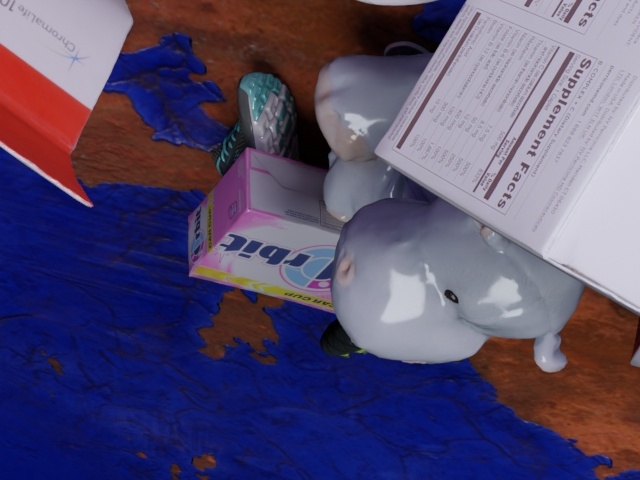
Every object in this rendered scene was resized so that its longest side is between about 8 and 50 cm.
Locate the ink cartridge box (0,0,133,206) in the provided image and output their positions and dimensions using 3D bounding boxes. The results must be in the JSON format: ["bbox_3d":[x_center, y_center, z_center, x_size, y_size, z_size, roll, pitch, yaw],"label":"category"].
[{"bbox_3d":[-0.254,-0.191,0.919,0.308,0.385,0.091,38,97,-23],"label":"ink cartridge box"}]

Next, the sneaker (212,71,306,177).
[{"bbox_3d":[-0.057,-0.072,1.216,0.076,0.065,0.166,9,141,19],"label":"sneaker"}]

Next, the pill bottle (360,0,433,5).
[{"bbox_3d":[0.032,-0.281,0.825,0.160,0.160,0.283,4,141,19],"label":"pill bottle"}]

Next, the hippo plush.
[{"bbox_3d":[0.127,-0.007,1.028,0.294,0.236,0.234,-15,134,22],"label":"hippo plush"}]

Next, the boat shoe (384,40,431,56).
[{"bbox_3d":[0.081,-0.099,1.139,0.046,0.038,0.125,-4,138,27],"label":"boat shoe"}]

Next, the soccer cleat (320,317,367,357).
[{"bbox_3d":[0.054,0.049,1.332,0.072,0.060,0.179,44,131,-16],"label":"soccer cleat"}]

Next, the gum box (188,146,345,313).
[{"bbox_3d":[0.000,0.000,1.201,0.188,0.062,0.107,15,143,-25],"label":"gum box"}]

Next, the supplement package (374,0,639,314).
[{"bbox_3d":[0.203,-0.059,0.813,0.262,0.204,0.145,27,-175,-42],"label":"supplement package"}]

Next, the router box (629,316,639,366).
[{"bbox_3d":[0.416,0.057,1.081,0.335,0.082,0.301,13,163,7],"label":"router box"}]
